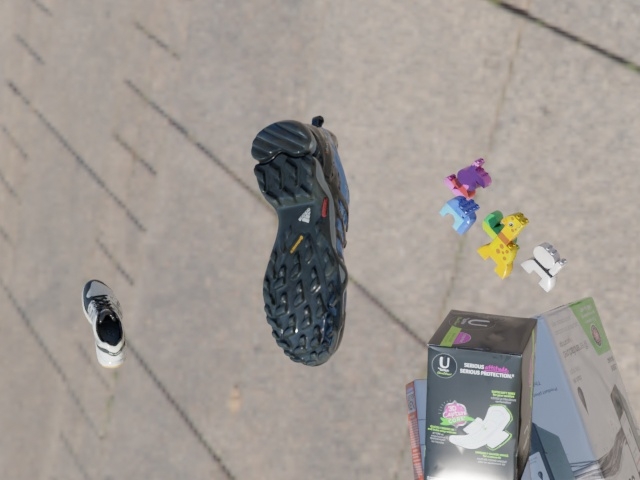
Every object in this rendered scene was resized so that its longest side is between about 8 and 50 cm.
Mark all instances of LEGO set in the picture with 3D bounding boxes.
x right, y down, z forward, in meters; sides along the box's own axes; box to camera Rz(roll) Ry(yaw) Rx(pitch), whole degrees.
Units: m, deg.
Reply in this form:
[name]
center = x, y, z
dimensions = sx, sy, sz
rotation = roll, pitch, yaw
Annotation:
[LEGO set]
center = 0.262, -0.027, 1.970
dimensions = 0.227, 0.087, 0.093
rotation = 48, 132, 14

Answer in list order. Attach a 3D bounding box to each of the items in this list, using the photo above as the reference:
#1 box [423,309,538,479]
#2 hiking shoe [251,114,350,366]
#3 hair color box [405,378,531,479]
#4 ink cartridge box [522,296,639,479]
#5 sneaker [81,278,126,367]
[box]
center = 0.087, 0.087, 0.742
dimensions = 0.052, 0.062, 0.083
rotation = 6, 108, 16
[hiking shoe]
center = 0.000, 0.000, 1.680
dimensions = 0.113, 0.132, 0.304
rotation = 0, 97, 30
[hair color box]
center = 0.127, 0.199, 1.155
dimensions = 0.053, 0.093, 0.167
rotation = 122, 144, -78
[ink cartridge box]
center = 0.250, 0.209, 1.392
dimensions = 0.115, 0.198, 0.273
rotation = -22, 85, 24
[sneaker]
center = -0.174, 0.062, 1.118
dimensions = 0.037, 0.032, 0.083
rotation = 103, 149, -53
